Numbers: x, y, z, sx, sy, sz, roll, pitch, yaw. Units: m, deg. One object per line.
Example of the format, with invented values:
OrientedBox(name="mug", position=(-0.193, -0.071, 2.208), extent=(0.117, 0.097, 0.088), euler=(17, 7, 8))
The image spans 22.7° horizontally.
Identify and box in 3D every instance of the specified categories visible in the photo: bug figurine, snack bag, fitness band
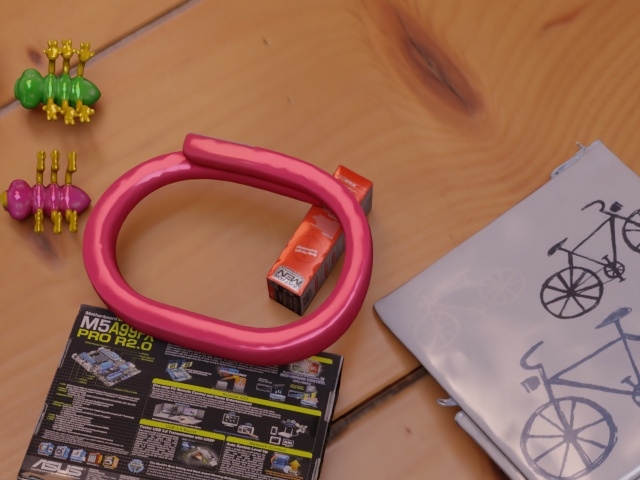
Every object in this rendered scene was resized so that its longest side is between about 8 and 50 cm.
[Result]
OrientedBox(name="bug figurine", position=(-0.337, -0.103, 1.632), extent=(0.216, 0.072, 0.279), euler=(5, 76, -12))
OrientedBox(name="snack bag", position=(0.255, 0.084, 1.555), extent=(0.323, 0.037, 0.342), euler=(-36, 52, -10))
OrientedBox(name="fitness band", position=(-0.090, 0.009, 1.553), extent=(0.291, 0.054, 0.209), euler=(15, 71, 16))

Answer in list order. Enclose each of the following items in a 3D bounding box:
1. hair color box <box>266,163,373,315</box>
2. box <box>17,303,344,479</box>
OrientedBox(name="hair color box", position=(0.000, 0.000, 1.612), extent=(0.043, 0.072, 0.141), euler=(29, 73, 10))
OrientedBox(name="box", position=(-0.128, 0.181, 1.515), extent=(0.270, 0.060, 0.216), euler=(11, 47, 2))
